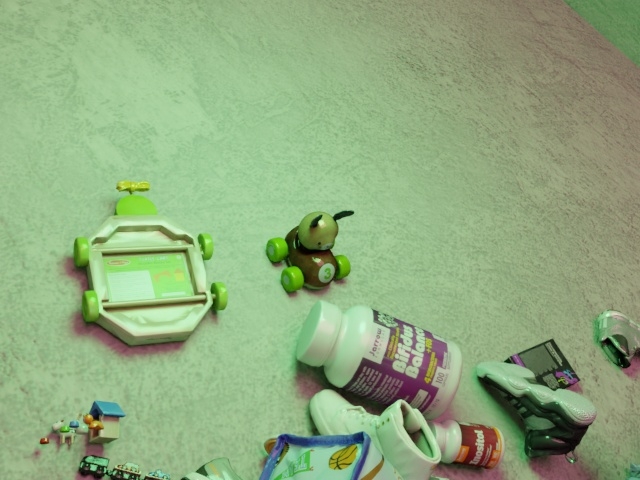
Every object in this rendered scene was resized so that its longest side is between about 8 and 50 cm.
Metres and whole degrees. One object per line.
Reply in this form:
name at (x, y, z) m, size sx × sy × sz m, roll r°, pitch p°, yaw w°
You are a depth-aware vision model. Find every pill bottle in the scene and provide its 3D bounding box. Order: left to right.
pill bottle at (0.112, 0.228, 1.465) m, size 0.301 × 0.169 × 0.169 m, roll 22°, pitch 49°, yaw -11°
pill bottle at (0.281, 0.403, 1.476) m, size 0.152 × 0.086 × 0.086 m, roll 13°, pitch 51°, yaw -18°

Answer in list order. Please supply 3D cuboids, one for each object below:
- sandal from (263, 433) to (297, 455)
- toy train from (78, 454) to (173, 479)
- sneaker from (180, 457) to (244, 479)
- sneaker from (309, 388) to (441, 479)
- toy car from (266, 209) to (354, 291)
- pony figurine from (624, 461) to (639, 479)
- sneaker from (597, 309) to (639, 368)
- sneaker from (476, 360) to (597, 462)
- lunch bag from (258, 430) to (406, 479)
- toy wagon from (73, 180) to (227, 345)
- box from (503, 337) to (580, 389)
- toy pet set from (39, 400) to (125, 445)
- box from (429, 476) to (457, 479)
sandal at (0.003, 0.441, 1.292) m, size 0.265 × 0.102 × 0.076 m, roll 39°, pitch 45°, yaw 2°
toy train at (-0.316, 0.383, 1.223) m, size 0.158 × 0.027 × 0.036 m, roll 19°, pitch 38°, yaw -13°
sneaker at (-0.110, 0.469, 1.217) m, size 0.271 × 0.100 × 0.108 m, roll 47°, pitch 43°, yaw 12°
sneaker at (0.102, 0.331, 1.333) m, size 0.108 × 0.169 × 0.292 m, roll 4°, pitch 31°, yaw -43°
toy car at (0.000, 0.000, 1.566) m, size 0.155 × 0.188 × 0.149 m, roll -13°, pitch 62°, yaw -34°
pony figurine at (0.777, 0.482, 1.485) m, size 0.302 × 0.363 × 0.351 m, roll 2°, pitch 55°, yaw -26°
sneaker at (0.790, 0.275, 1.850) m, size 0.228 × 0.086 × 0.132 m, roll 23°, pitch 52°, yaw 4°
sneaker at (0.436, 0.366, 1.576) m, size 0.268 × 0.153 × 0.101 m, roll 22°, pitch 18°, yaw 38°
lunch bag at (0.030, 0.522, 1.054) m, size 0.328 × 0.239 × 0.385 m, roll 50°, pitch 46°, yaw -23°
toy wagon at (-0.338, 0.036, 1.447) m, size 0.267 × 0.068 × 0.344 m, roll -2°, pitch 56°, yaw -29°
box at (0.511, 0.301, 1.713) m, size 0.162 × 0.029 × 0.116 m, roll -14°, pitch 64°, yaw -33°
toy pet set at (-0.376, 0.287, 1.204) m, size 0.114 × 0.122 × 0.065 m, roll 18°, pitch 54°, yaw -40°
box at (0.219, 0.532, 1.366) m, size 0.231 × 0.056 × 0.183 m, roll 14°, pitch 51°, yaw -17°
